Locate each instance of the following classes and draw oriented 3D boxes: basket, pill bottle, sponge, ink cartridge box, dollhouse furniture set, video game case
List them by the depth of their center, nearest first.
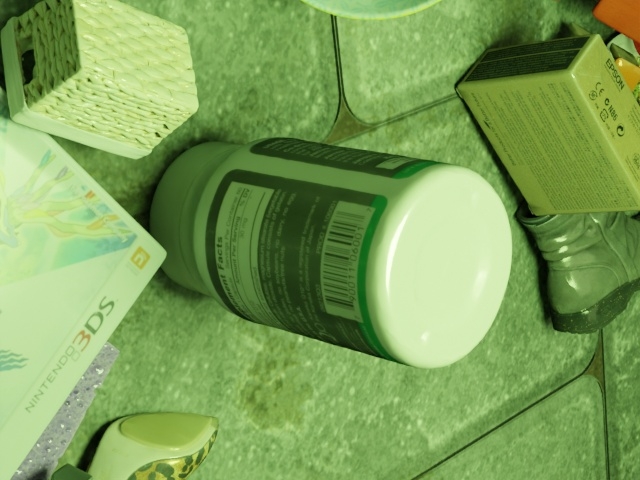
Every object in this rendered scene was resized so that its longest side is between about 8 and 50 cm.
[{"bbox_3d":[-0.334,0.029,1.441,0.329,0.036,0.300,47,65,-33],"label":"video game case"},{"bbox_3d":[-0.211,-0.164,1.468,0.167,0.103,0.113,15,55,-46],"label":"basket"},{"bbox_3d":[-0.298,0.174,1.541,0.117,0.031,0.210,42,70,-42],"label":"sponge"},{"bbox_3d":[0.000,0.000,1.567,0.204,0.361,0.204,-13,109,-43],"label":"pill bottle"},{"bbox_3d":[0.318,-0.145,1.959,0.088,0.193,0.234,-53,123,-29],"label":"ink cartridge box"},{"bbox_3d":[0.396,-0.324,1.995,0.259,0.135,0.262,24,111,-24],"label":"dollhouse furniture set"}]

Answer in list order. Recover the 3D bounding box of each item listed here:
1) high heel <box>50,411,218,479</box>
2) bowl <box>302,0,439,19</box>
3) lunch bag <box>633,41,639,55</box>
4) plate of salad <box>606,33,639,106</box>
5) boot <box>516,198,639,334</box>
[{"bbox_3d":[-0.212,0.292,1.641,0.261,0.093,0.186,-21,132,-50],"label":"high heel"},{"bbox_3d":[0.058,-0.401,1.656,0.156,0.289,0.289,-83,165,-68],"label":"bowl"},{"bbox_3d":[0.523,-0.381,2.195,0.293,0.120,0.258,38,72,-39],"label":"lunch bag"},{"bbox_3d":[0.457,-0.207,2.218,0.200,0.048,0.199,-14,110,-43],"label":"plate of salad"},{"bbox_3d":[0.429,-0.034,2.189,0.338,0.118,0.222,-37,119,-39],"label":"boot"}]
